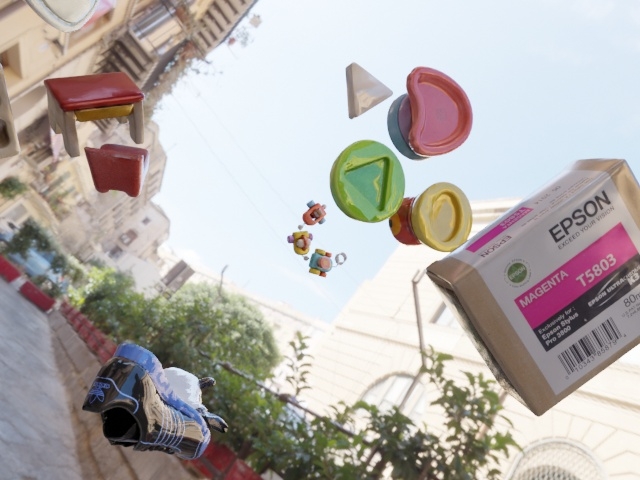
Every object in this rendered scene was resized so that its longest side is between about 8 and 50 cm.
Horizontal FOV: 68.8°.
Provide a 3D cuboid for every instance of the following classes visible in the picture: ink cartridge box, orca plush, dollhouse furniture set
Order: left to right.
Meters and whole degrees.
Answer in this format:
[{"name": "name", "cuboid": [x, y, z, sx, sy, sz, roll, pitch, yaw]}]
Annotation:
[{"name": "dollhouse furniture set", "cuboid": [-0.341, -0.108, 0.469, 0.201, 0.374, 0.152, 47, -40, 25]}, {"name": "orca plush", "cuboid": [-0.265, 0.335, 0.911, 0.287, 0.151, 0.102, 2, -87, 46]}, {"name": "ink cartridge box", "cuboid": [0.275, 0.050, 0.539, 0.193, 0.234, 0.088, 54, -1, -11]}]

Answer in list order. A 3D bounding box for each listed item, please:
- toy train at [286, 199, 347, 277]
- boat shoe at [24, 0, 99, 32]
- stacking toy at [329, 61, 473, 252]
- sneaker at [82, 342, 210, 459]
[{"name": "toy train", "cuboid": [0.000, 0.000, 1.025, 0.166, 0.125, 0.046, 60, -24, -14]}, {"name": "boat shoe", "cuboid": [-0.250, -0.293, 0.340, 0.091, 0.114, 0.303, 25, -26, 3]}, {"name": "stacking toy", "cuboid": [0.124, -0.140, 0.819, 0.279, 0.309, 0.130, 8, -6, -26]}, {"name": "sneaker", "cuboid": [-0.222, 0.238, 0.605, 0.081, 0.090, 0.232, -1, -51, 23]}]
